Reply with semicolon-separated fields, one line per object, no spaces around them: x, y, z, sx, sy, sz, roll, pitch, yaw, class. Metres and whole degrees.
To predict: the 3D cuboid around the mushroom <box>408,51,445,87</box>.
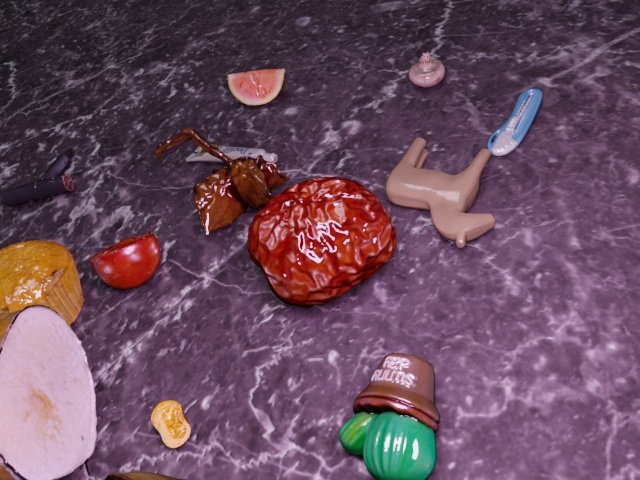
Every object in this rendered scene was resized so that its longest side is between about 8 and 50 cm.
0.245;-0.400;1.508;0.085;0.079;0.085;-10;46;10;mushroom

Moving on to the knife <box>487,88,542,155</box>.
0.400;-0.246;1.324;0.064;0.031;0.222;11;50;35;knife

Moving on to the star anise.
-0.215;-0.130;1.355;0.346;0.148;0.237;28;57;28;star anise

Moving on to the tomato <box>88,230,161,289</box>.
-0.373;0.045;1.276;0.139;0.091;0.159;-26;14;-20;tomato

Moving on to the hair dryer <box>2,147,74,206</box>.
-0.700;-0.169;1.659;0.173;0.050;0.194;-12;38;7;hair dryer

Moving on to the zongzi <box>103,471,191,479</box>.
-0.156;0.444;0.759;0.286;0.138;0.299;6;61;16;zongzi

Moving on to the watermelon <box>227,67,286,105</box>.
-0.152;-0.392;1.665;0.163;0.086;0.069;1;15;20;watermelon

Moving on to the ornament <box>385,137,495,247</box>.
0.229;-0.089;1.203;0.230;0.061;0.245;14;51;29;ornament

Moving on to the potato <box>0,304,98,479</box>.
-0.487;0.263;0.988;0.196;0.246;0.299;-26;35;9;potato

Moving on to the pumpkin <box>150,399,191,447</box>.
-0.229;0.288;1.007;0.050;0.028;0.083;-28;51;-11;pumpkin

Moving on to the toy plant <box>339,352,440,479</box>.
0.093;0.252;0.872;0.143;0.105;0.200;1;57;33;toy plant

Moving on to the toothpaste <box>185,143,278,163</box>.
-0.205;-0.196;1.503;0.256;0.037;0.067;9;49;33;toothpaste

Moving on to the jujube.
0.000;0.000;1.103;0.232;0.213;0.213;-30;43;-9;jujube

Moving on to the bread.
-0.580;0.099;1.256;0.240;0.139;0.240;-11;42;10;bread
